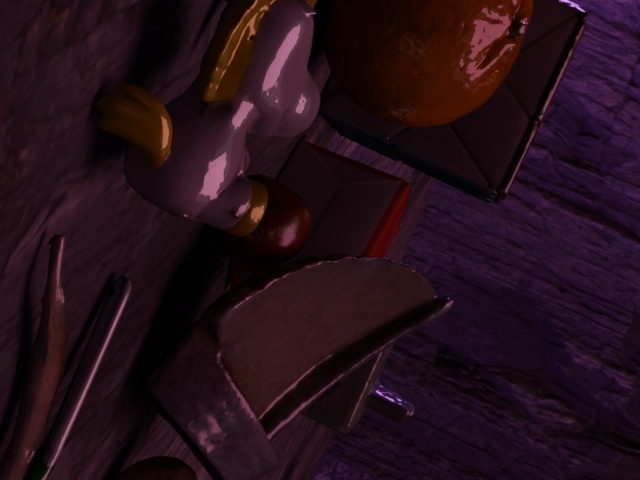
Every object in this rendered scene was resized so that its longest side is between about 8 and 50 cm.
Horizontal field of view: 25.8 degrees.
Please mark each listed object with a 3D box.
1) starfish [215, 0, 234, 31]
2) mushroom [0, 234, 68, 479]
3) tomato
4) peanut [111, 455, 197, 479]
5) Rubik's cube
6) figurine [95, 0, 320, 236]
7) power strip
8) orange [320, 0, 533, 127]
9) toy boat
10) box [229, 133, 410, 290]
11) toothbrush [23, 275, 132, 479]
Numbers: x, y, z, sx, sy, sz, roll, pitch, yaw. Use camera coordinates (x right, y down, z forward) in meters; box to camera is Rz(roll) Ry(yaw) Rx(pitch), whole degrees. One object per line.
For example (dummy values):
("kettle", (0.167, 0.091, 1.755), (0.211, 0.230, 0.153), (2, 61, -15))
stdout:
("starfish", (0.010, -0.277, 0.951), (0.302, 0.060, 0.299), (-56, 166, -55))
("mushroom", (-0.197, 0.130, 0.891), (0.068, 0.043, 0.306), (-121, -130, -68))
("tomato", (-0.051, -0.019, 1.247), (0.087, 0.087, 0.075), (-46, 149, -69))
("peanut", (-0.172, 0.262, 1.268), (0.193, 0.089, 0.089), (-58, 169, -52))
("Rubik's cube", (0.152, -0.186, 1.587), (0.224, 0.231, 0.221), (8, 107, -84))
("figurine", (-0.050, -0.092, 0.865), (0.178, 0.109, 0.129), (-46, 150, -11))
("power strip", (0.022, 0.152, 1.753), (0.139, 0.224, 0.140), (-14, 128, -80))
("orange", (0.103, -0.216, 1.330), (0.219, 0.193, 0.219), (-45, 160, -21))
("toy boat", (-0.043, 0.104, 1.295), (0.293, 0.111, 0.276), (-49, 147, 1))
("box", (0.000, 0.000, 1.468), (0.099, 0.133, 0.182), (103, 12, -52))
("toothbrush", (-0.203, 0.161, 0.980), (0.030, 0.030, 0.304), (79, 34, -77))
